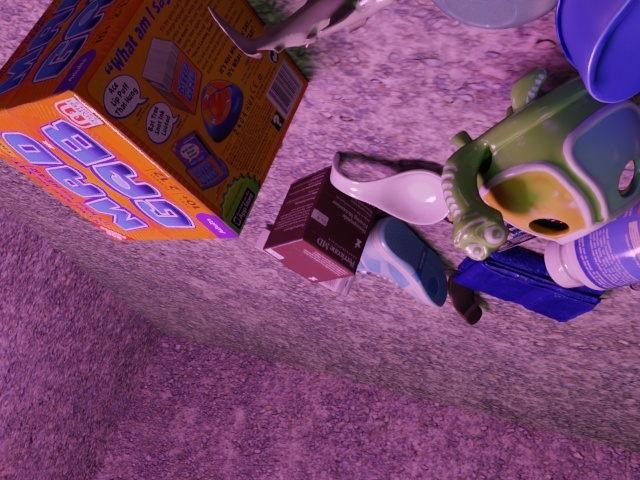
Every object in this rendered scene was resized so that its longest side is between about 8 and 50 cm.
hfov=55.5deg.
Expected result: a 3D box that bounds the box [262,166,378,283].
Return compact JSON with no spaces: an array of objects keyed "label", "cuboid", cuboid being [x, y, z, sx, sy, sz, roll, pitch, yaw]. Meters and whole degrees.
[{"label":"box","cuboid":[0.003,-0.032,1.438,0.168,0.203,0.167,35,151,-28]}]

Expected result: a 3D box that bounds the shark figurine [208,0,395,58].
[{"label":"shark figurine","cuboid":[-0.023,-0.352,0.913,0.166,0.278,0.116,-142,29,-81]}]

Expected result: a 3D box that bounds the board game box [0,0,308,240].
[{"label":"board game box","cuboid":[-0.307,-0.243,1.075,0.357,0.356,0.356,-1,147,38]}]

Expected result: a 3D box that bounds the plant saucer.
[{"label":"plant saucer","cuboid":[0.216,-0.327,0.810,0.195,0.037,0.195,19,176,1]}]

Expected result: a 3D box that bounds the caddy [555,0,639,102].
[{"label":"caddy","cuboid":[0.414,-0.284,0.644,0.242,0.179,0.341,16,139,-13]}]

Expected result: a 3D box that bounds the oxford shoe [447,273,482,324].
[{"label":"oxford shoe","cuboid":[0.381,0.155,1.682,0.076,0.076,0.212,42,168,45]}]

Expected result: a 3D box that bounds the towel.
[{"label":"towel","cuboid":[0.500,0.112,1.490,0.308,0.076,0.227,21,154,1]}]

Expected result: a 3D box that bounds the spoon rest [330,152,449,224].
[{"label":"spoon rest","cuboid":[0.146,-0.109,1.295,0.277,0.084,0.137,17,131,12]}]

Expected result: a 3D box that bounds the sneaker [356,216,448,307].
[{"label":"sneaker","cuboid":[0.182,0.065,1.591,0.208,0.127,0.319,-10,131,45]}]

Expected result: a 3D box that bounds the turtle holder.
[{"label":"turtle holder","cuboid":[0.330,-0.113,0.871,0.243,0.320,0.227,-36,83,43]}]

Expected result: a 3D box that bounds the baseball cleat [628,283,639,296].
[{"label":"baseball cleat","cuboid":[0.674,0.080,1.299,0.206,0.072,0.109,24,154,-5]}]

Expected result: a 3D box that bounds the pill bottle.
[{"label":"pill bottle","cuboid":[0.567,0.011,1.151,0.152,0.152,0.272,31,153,-19]}]

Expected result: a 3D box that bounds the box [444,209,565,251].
[{"label":"box","cuboid":[0.381,-0.061,1.268,0.175,0.051,0.220,29,154,-15]}]

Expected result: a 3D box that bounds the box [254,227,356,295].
[{"label":"box","cuboid":[-0.046,0.056,1.683,0.324,0.067,0.063,26,180,36]}]
